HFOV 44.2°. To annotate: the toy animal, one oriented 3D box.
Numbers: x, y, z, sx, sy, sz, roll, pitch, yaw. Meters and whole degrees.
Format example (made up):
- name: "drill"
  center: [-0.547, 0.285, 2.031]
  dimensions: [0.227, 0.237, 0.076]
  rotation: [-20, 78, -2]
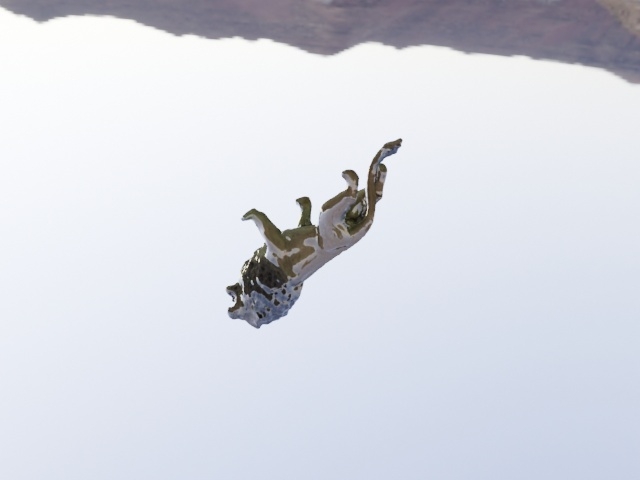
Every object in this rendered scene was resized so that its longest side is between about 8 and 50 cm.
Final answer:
- name: "toy animal"
  center: [-0.008, -0.015, 0.683]
  dimensions: [0.086, 0.220, 0.069]
  rotation: [51, -155, 15]
